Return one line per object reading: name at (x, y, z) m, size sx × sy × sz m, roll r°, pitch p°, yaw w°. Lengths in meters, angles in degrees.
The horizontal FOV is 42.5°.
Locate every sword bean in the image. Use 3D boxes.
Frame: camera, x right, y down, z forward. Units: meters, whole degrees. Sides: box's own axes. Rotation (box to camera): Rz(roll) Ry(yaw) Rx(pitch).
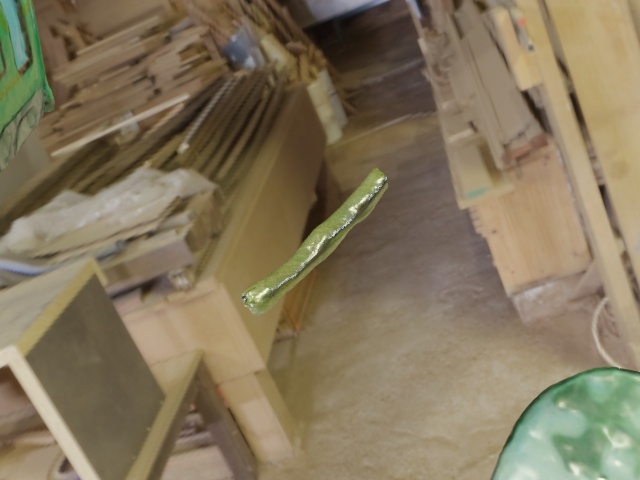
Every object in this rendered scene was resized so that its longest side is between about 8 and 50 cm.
sword bean at (0.000, 0.001, 0.983) m, size 0.038 × 0.043 × 0.269 m, roll 3°, pitch 37°, yaw 45°

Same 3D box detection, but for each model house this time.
model house at (0.271, 0.338, 0.871) m, size 0.251 × 0.329 × 0.295 m, roll 23°, pitch 53°, yaw 14°

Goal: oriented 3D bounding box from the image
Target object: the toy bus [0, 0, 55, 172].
toy bus at (-0.286, -0.098, 0.454) m, size 0.183 × 0.200 × 0.344 m, roll 1°, pitch 31°, yaw 0°
